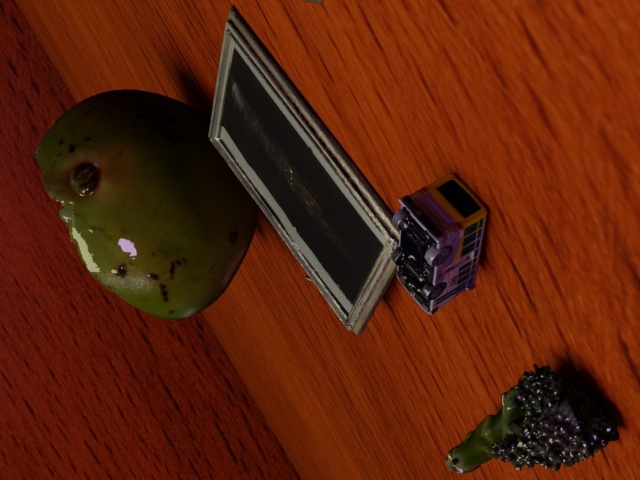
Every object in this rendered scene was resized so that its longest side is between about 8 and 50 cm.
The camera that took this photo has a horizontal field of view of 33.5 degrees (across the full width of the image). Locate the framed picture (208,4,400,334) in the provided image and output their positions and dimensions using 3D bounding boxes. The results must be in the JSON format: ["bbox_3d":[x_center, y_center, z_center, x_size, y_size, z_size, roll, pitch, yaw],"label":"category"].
[{"bbox_3d":[-0.026,-0.059,1.069,0.293,0.018,0.231,54,157,17],"label":"framed picture"}]

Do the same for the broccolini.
[{"bbox_3d":[0.156,0.181,0.914,0.079,0.074,0.392,61,167,16],"label":"broccolini"}]

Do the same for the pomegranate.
[{"bbox_3d":[-0.188,-0.059,1.381,0.310,0.216,0.358,51,-164,25],"label":"pomegranate"}]

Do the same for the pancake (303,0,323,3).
[{"bbox_3d":[-0.058,-0.266,0.758,0.212,0.029,0.235,63,168,-27],"label":"pancake"}]

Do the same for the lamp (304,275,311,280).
[{"bbox_3d":[0.000,-0.001,1.165,0.054,0.041,0.121,31,149,45],"label":"lamp"}]

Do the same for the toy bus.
[{"bbox_3d":[0.088,0.003,0.787,0.052,0.058,0.102,51,161,29],"label":"toy bus"}]
